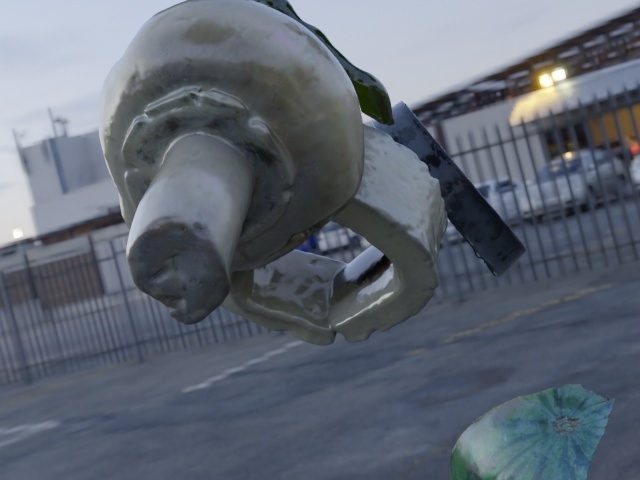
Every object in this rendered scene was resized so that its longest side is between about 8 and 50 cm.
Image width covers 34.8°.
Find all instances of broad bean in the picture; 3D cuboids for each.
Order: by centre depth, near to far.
[{"bbox_3d":[0.003,-0.239,1.326,0.052,0.256,0.053,-50,4,1],"label":"broad bean"}]

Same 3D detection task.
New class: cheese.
[{"bbox_3d":[0.001,0.003,1.403,0.332,0.292,0.153,-41,21,43],"label":"cheese"}]

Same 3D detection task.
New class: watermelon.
[{"bbox_3d":[0.221,0.267,1.090,0.128,0.146,0.231,12,-48,-10],"label":"watermelon"}]

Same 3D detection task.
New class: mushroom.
[{"bbox_3d":[-0.102,-0.074,1.062,0.314,0.314,0.336,-14,35,17],"label":"mushroom"}]

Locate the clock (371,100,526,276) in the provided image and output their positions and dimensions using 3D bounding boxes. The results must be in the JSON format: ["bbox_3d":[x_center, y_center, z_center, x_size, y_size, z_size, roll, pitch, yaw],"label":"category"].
[{"bbox_3d":[0.205,-0.084,1.627,0.067,0.325,0.325,-39,-3,8],"label":"clock"}]
